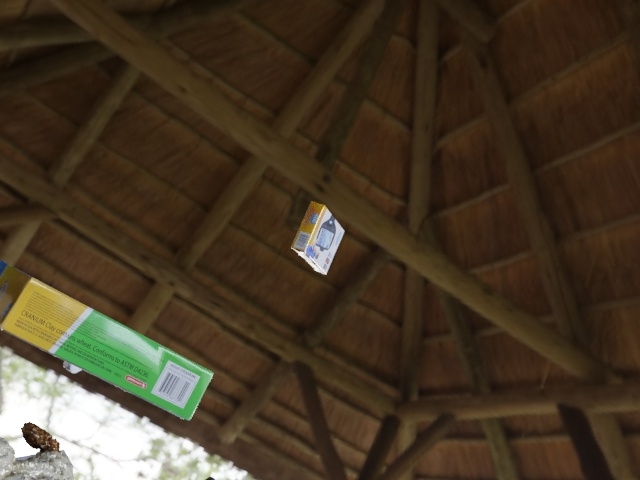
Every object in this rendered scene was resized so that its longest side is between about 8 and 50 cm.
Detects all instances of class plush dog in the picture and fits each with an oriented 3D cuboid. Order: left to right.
[{"bbox_3d":[-0.487,0.443,1.507,0.210,0.263,0.225,6,10,-2],"label":"plush dog"}]

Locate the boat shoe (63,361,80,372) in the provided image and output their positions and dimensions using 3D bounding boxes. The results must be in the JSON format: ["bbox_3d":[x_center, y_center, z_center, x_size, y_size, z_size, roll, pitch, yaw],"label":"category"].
[{"bbox_3d":[-0.470,0.233,1.755,0.035,0.100,0.035,19,-58,34],"label":"boat shoe"}]

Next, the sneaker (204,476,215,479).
[{"bbox_3d":[-0.279,0.638,2.014,0.341,0.139,0.125,159,-92,-79],"label":"sneaker"}]

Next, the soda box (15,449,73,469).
[{"bbox_3d":[-0.740,0.590,2.206,0.216,0.074,0.069,1,30,-41],"label":"soda box"}]

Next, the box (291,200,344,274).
[{"bbox_3d":[0.000,0.000,1.396,0.028,0.081,0.136,18,-12,24],"label":"box"}]

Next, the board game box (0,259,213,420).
[{"bbox_3d":[-0.299,0.116,1.105,0.242,0.064,0.316,33,-12,-25],"label":"board game box"}]
